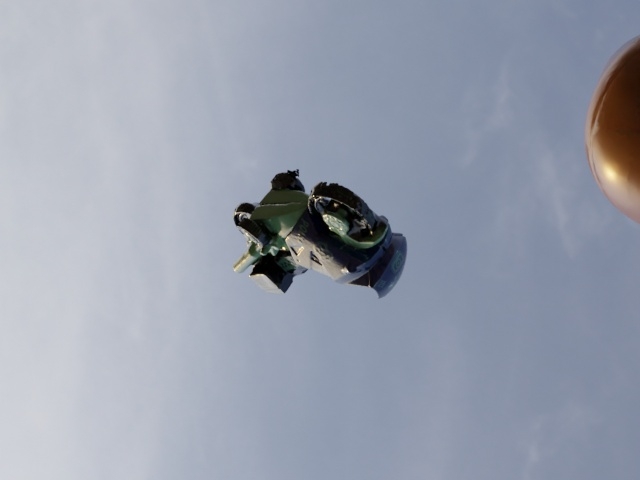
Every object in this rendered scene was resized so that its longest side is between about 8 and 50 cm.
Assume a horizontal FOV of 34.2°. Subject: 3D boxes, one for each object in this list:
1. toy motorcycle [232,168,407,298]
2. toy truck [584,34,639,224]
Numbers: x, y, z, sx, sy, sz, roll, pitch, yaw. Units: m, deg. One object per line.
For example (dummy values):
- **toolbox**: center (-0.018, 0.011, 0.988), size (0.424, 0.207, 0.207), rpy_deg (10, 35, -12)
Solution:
- **toy motorcycle**: center (0.000, 0.000, 1.444), size (0.125, 0.196, 0.331), rpy_deg (-56, -158, -23)
- **toy truck**: center (0.283, -0.080, 0.535), size (0.239, 0.189, 0.265), rpy_deg (-36, -150, -28)
